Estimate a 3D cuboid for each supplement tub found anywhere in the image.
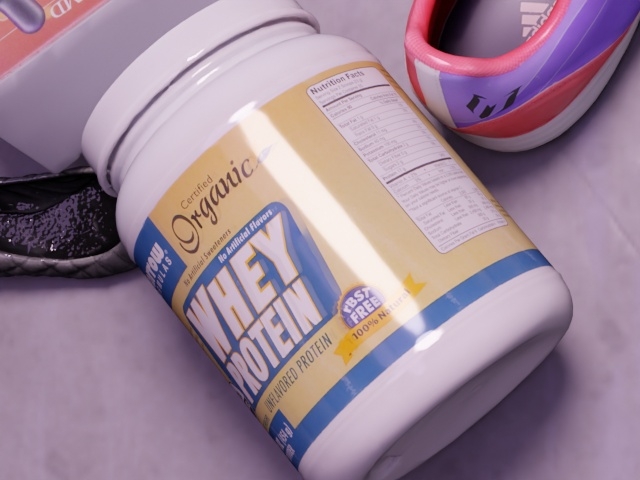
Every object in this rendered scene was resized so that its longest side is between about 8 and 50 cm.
[{"bbox_3d":[0.000,0.000,0.879,0.144,0.144,0.199,-42,75,8],"label":"supplement tub"}]

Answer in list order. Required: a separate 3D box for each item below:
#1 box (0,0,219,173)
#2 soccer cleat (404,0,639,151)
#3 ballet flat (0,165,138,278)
[{"bbox_3d":[-0.132,-0.144,0.956,0.130,0.091,0.170,-35,61,10],"label":"box"},{"bbox_3d":[0.137,-0.189,0.881,0.109,0.116,0.318,31,93,19],"label":"soccer cleat"},{"bbox_3d":[-0.138,-0.009,0.977,0.173,0.049,0.057,-7,78,12],"label":"ballet flat"}]
